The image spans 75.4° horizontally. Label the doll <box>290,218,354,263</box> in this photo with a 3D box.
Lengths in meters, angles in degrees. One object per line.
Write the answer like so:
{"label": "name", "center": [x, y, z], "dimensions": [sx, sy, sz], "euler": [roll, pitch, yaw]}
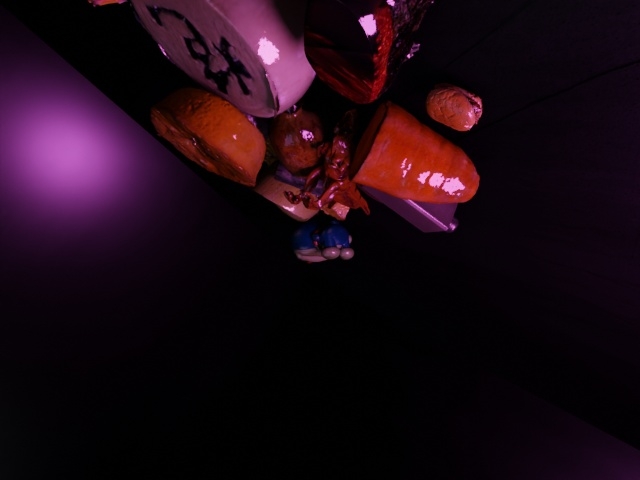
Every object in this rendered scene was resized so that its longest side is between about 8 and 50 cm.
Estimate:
{"label": "doll", "center": [-0.001, 0.000, 1.700], "dimensions": [0.198, 0.186, 0.322], "euler": [5, 173, -42]}

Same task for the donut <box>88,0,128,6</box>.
{"label": "donut", "center": [-0.371, -0.515, 0.715], "dimensions": [0.085, 0.199, 0.233], "euler": [-5, -165, -32]}

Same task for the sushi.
{"label": "sushi", "center": [0.057, -0.282, 0.525], "dimensions": [0.136, 0.126, 0.225], "euler": [32, 174, 7]}

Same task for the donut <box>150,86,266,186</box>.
{"label": "donut", "center": [-0.239, -0.233, 0.919], "dimensions": [0.278, 0.108, 0.277], "euler": [29, 171, 5]}

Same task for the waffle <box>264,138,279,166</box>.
{"label": "waffle", "center": [-0.137, -0.277, 1.272], "dimensions": [0.261, 0.056, 0.250], "euler": [25, 163, 50]}

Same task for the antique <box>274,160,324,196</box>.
{"label": "antique", "center": [-0.026, -0.185, 1.138], "dimensions": [0.183, 0.088, 0.086], "euler": [20, 170, -8]}

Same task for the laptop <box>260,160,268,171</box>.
{"label": "laptop", "center": [-0.235, -0.308, 1.537], "dimensions": [0.135, 0.016, 0.197], "euler": [30, 169, 20]}

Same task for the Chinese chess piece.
{"label": "Chinese chess piece", "center": [-0.166, -0.373, 0.728], "dimensions": [0.349, 0.146, 0.349], "euler": [34, 169, 7]}

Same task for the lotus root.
{"label": "lotus root", "center": [-0.047, -0.241, 0.970], "dimensions": [0.145, 0.128, 0.260], "euler": [19, 162, 18]}

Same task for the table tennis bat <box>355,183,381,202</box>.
{"label": "table tennis bat", "center": [0.141, -0.157, 1.032], "dimensions": [0.154, 0.021, 0.274], "euler": [40, 169, -2]}

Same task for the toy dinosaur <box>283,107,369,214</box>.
{"label": "toy dinosaur", "center": [0.024, -0.133, 0.980], "dimensions": [0.097, 0.208, 0.432], "euler": [51, 168, 22]}

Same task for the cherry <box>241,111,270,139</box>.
{"label": "cherry", "center": [-0.204, -0.324, 1.069], "dimensions": [0.176, 0.140, 0.176], "euler": [10, 166, 2]}

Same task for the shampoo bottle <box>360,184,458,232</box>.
{"label": "shampoo bottle", "center": [0.204, -0.093, 0.895], "dimensions": [0.246, 0.080, 0.079], "euler": [31, 165, -23]}

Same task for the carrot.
{"label": "carrot", "center": [0.179, -0.143, 0.745], "dimensions": [0.225, 0.159, 0.159], "euler": [21, 169, -2]}

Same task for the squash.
{"label": "squash", "center": [-0.106, -0.127, 1.270], "dimensions": [0.220, 0.133, 0.220], "euler": [35, 163, 12]}

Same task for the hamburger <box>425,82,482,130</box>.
{"label": "hamburger", "center": [0.200, -0.201, 0.624], "dimensions": [0.083, 0.044, 0.076], "euler": [34, 168, 19]}

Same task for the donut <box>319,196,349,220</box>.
{"label": "donut", "center": [0.015, -0.141, 1.343], "dimensions": [0.146, 0.078, 0.181], "euler": [26, 171, 45]}
